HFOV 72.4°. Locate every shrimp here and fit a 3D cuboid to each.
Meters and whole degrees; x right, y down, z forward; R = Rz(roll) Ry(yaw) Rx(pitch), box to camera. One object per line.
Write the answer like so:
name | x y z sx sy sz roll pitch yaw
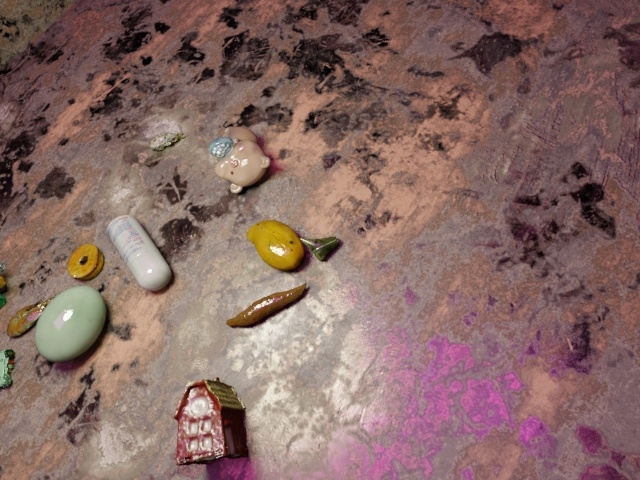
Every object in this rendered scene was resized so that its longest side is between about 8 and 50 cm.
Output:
shrimp | -1.142 0.289 1.718 0.217 0.051 0.115 -38 60 -3

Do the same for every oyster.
oyster | -0.694 -0.446 1.963 0.166 0.053 0.108 -18 35 13

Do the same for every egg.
egg | -0.890 0.295 1.566 0.203 0.203 0.282 9 62 17

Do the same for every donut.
donut | -0.939 0.090 1.759 0.152 0.058 0.151 -5 63 11

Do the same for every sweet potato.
sweet potato | -0.187 0.224 1.511 0.315 0.072 0.066 -30 48 1

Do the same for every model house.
model house | -0.331 0.536 1.325 0.160 0.196 0.253 -18 61 7

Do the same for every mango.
mango | -0.166 0.007 1.588 0.262 0.109 0.157 35 78 26

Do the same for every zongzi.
zongzi | 0.000 0.000 1.567 0.104 0.052 0.113 -44 89 -15

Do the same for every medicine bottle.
medicine bottle | -0.690 0.053 1.677 0.130 0.130 0.341 -40 62 -8

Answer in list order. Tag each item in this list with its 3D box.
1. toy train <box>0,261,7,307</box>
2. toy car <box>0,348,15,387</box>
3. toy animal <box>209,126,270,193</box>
toy train | -1.427 0.230 1.698 0.178 0.249 0.429 36 77 25
toy car | -1.182 0.479 1.632 0.073 0.054 0.143 -18 66 6
toy animal | -0.324 -0.335 1.757 0.210 0.229 0.221 -43 16 21
